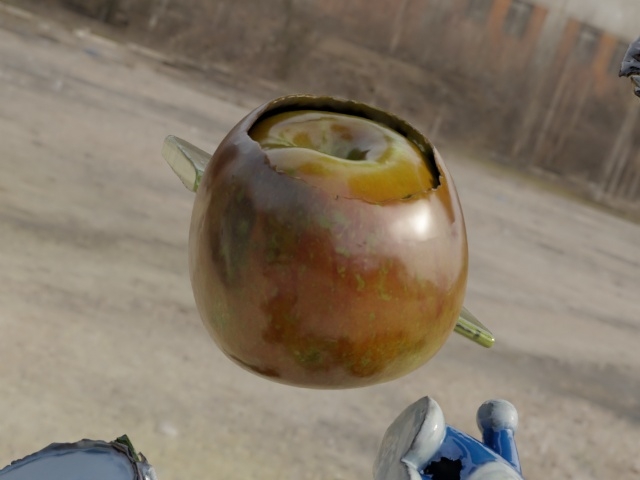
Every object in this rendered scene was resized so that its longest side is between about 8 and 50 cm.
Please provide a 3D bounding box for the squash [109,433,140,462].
[{"bbox_3d":[-0.157,0.299,1.399,0.071,0.080,0.318,-18,34,2],"label":"squash"}]

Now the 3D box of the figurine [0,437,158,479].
[{"bbox_3d":[-0.089,0.314,0.996,0.388,0.248,0.276,64,-17,-18],"label":"figurine"}]

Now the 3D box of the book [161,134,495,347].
[{"bbox_3d":[0.000,0.000,1.614,0.352,0.035,0.239,30,4,-16],"label":"book"}]

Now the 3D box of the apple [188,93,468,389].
[{"bbox_3d":[0.001,-0.002,1.189,0.237,0.207,0.237,-2,14,1],"label":"apple"}]

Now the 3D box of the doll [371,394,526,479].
[{"bbox_3d":[0.143,0.224,1.119,0.257,0.215,0.161,39,-37,-18],"label":"doll"}]

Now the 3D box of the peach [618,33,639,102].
[{"bbox_3d":[0.474,-0.239,1.493,0.339,0.416,0.353,16,-21,23],"label":"peach"}]
